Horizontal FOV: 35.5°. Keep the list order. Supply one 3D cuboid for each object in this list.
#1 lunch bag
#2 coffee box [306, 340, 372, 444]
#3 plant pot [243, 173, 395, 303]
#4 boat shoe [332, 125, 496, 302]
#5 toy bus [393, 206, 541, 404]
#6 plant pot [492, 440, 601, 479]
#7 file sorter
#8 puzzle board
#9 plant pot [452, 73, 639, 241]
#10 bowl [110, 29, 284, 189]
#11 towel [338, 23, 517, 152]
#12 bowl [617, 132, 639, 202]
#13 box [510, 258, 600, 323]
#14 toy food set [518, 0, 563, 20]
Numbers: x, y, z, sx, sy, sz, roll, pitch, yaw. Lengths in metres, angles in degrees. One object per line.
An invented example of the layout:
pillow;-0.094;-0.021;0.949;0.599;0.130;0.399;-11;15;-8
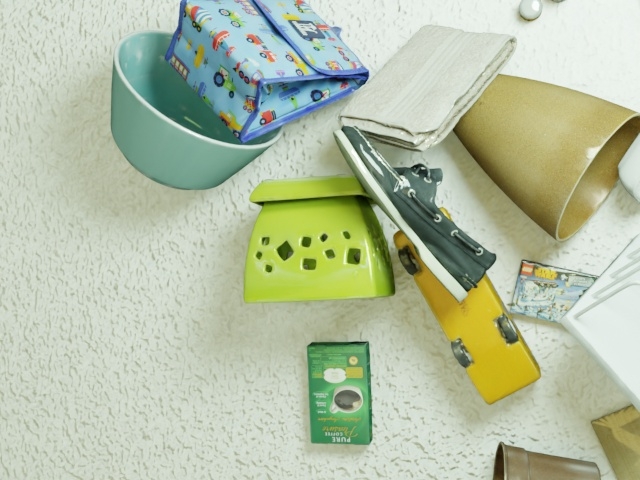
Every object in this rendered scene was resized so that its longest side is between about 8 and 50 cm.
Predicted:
lunch bag;-0.071;-0.313;1.682;0.221;0.293;0.138;48;137;21
coffee box;0.035;0.275;1.806;0.113;0.040;0.184;-3;93;12
plant pot;0.000;0.000;1.705;0.227;0.228;0.207;-4;86;12
boat shoe;0.156;-0.062;1.563;0.113;0.127;0.340;-39;98;2
toy bus;0.250;0.108;1.703;0.108;0.130;0.333;-30;88;13
plant pot;0.381;0.431;1.691;0.165;0.167;0.167;5;95;4
file sorter;0.550;0.092;1.543;0.193;0.277;0.173;50;141;4
puzzle board;0.538;0.352;1.723;0.096;0.011;0.128;-26;89;11
plant pot;0.352;-0.165;1.632;0.254;0.237;0.237;37;101;24
bowl;-0.234;-0.203;1.719;0.311;0.311;0.163;37;122;7
towel;0.172;-0.257;1.627;0.187;0.049;0.282;19;57;37
bowl;0.540;-0.133;1.629;0.053;0.142;0.142;37;100;32
box;0.404;0.092;1.722;0.137;0.027;0.094;13;98;10
toy food set;0.369;-0.485;1.646;0.111;0.104;0.232;3;95;12
